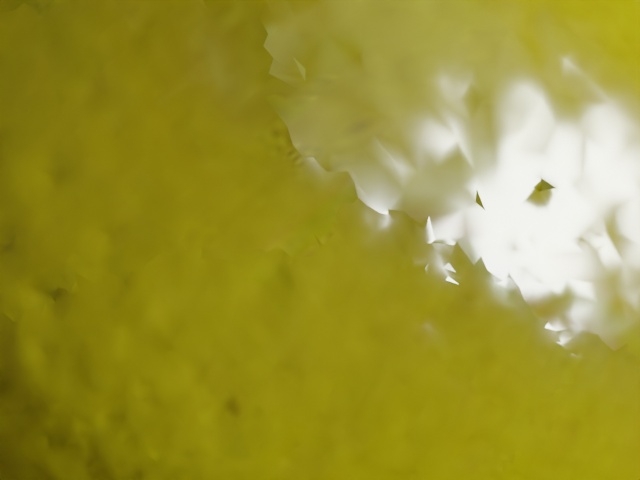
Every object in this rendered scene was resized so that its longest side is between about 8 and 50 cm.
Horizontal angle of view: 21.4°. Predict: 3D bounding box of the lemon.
[{"bbox_3d":[0.004,0.002,0.433,0.263,0.236,0.236,16,38,4],"label":"lemon"}]
